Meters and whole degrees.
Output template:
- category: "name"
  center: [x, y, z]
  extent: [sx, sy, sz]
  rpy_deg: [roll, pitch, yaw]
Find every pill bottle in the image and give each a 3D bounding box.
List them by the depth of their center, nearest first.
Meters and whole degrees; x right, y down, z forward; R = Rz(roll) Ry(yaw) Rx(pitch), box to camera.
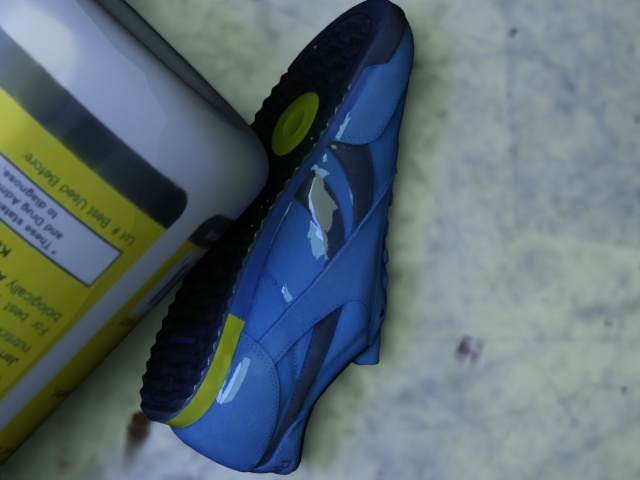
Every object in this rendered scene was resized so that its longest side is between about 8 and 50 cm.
- category: "pill bottle"
  center: [-0.196, 0.025, 0.801]
  extent: [0.188, 0.188, 0.334]
  rpy_deg: [45, 93, 6]

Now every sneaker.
- category: "sneaker"
  center: [0.000, 0.000, 0.849]
  extent: [0.082, 0.069, 0.209]
  rpy_deg: [27, 82, -26]
